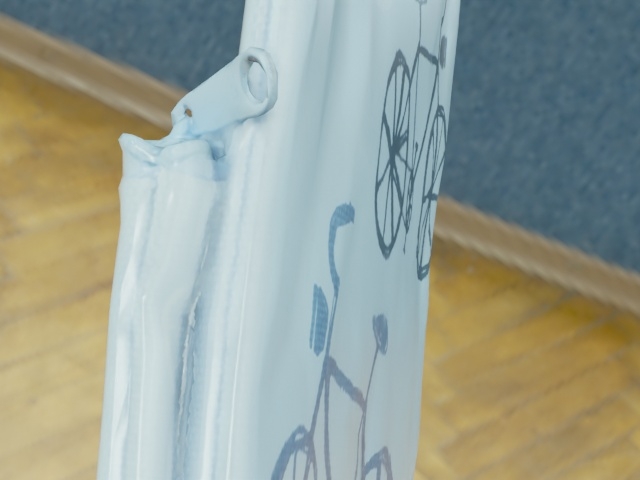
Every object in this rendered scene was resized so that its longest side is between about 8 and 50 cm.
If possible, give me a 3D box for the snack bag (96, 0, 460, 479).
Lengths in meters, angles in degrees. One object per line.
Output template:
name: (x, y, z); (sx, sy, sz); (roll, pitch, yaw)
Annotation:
snack bag: (0.000, 0.000, 0.557); (0.037, 0.342, 0.323); (5, -5, 10)
